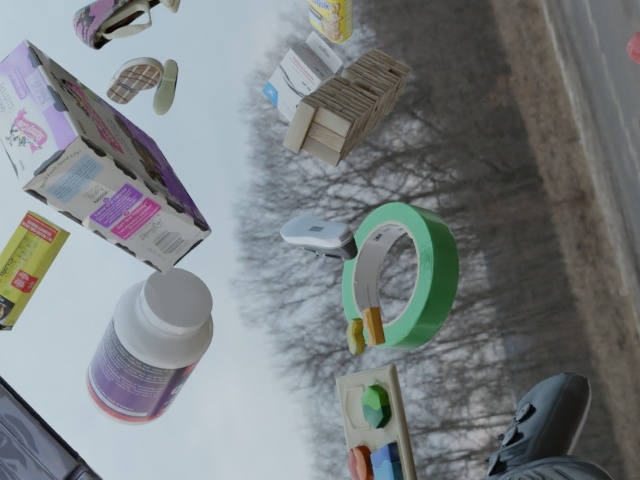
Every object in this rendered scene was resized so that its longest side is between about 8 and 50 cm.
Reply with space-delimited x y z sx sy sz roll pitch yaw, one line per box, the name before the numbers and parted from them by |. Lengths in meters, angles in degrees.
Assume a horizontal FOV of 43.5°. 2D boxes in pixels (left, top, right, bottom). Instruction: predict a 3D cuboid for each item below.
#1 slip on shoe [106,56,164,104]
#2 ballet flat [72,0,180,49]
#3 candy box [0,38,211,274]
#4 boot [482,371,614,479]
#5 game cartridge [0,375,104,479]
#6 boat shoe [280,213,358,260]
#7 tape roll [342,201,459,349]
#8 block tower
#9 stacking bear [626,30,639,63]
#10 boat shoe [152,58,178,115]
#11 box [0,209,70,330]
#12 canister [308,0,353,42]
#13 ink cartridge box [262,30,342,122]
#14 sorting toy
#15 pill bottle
slip on shoe | -0.258 -0.232 1.125 0.051 0.135 0.041 29 -117 -25
ballet flat | -0.261 -0.354 1.185 0.079 0.221 0.077 54 179 14
candy box | -0.214 -0.076 0.771 0.165 0.070 0.196 53 -173 36
boot | 0.379 0.356 1.310 0.146 0.367 0.445 48 -142 9
game cartridge | -0.518 0.315 1.166 0.355 0.230 0.068 41 176 11
boat shoe | 0.000 0.000 1.642 0.080 0.228 0.076 -43 -63 -26
tape roll | 0.168 0.079 1.768 0.077 0.321 0.321 11 -123 -32
block tower | 0.057 -0.235 1.387 0.335 0.097 0.091 -46 -17 -53
stacking bear | 0.564 -0.371 1.181 0.289 0.164 0.175 69 -173 -51
boat shoe | -0.374 -0.370 1.938 0.043 0.049 0.137 -127 51 -69
box | -0.601 0.061 1.602 0.232 0.087 0.058 -58 -5 -4
canister | 0.022 -0.556 1.870 0.126 0.073 0.170 45 165 21
ink cartridge box | -0.042 -0.364 1.785 0.104 0.180 0.060 47 -136 6
sorting toy | 0.075 0.276 1.339 0.229 0.041 0.307 146 117 -63
pill bottle | -0.309 0.193 1.470 0.323 0.181 0.182 -54 29 42
